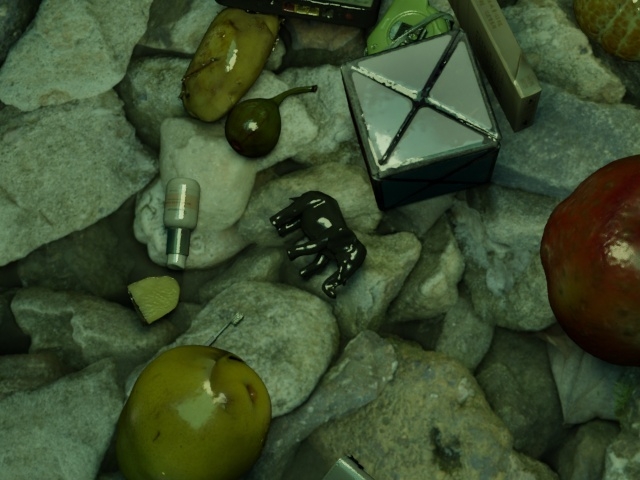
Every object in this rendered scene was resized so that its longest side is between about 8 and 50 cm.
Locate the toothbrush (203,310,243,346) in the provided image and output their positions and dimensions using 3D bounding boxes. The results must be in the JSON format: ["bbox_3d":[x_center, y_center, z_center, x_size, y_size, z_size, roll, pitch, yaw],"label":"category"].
[{"bbox_3d":[-0.232,0.217,1.764,0.194,0.014,0.017,-43,76,-3],"label":"toothbrush"}]

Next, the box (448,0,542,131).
[{"bbox_3d":[0.342,-0.414,1.725,0.051,0.204,0.365,-23,75,3],"label":"box"}]

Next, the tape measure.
[{"bbox_3d":[0.191,-0.428,1.800,0.175,0.106,0.200,36,86,17],"label":"tape measure"}]

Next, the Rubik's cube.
[{"bbox_3d":[0.198,-0.228,1.679,0.260,0.259,0.254,-17,77,5],"label":"Rubik's cube"}]

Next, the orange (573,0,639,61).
[{"bbox_3d":[0.663,-0.512,1.683,0.330,0.249,0.329,0,74,0],"label":"orange"}]

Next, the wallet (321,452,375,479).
[{"bbox_3d":[0.087,0.535,1.624,0.231,0.069,0.170,39,103,17],"label":"wallet"}]

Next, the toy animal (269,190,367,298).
[{"bbox_3d":[0.000,0.000,1.728,0.146,0.114,0.245,-28,76,2],"label":"toy animal"}]

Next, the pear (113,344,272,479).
[{"bbox_3d":[-0.256,0.349,1.608,0.336,0.285,0.284,-36,76,1],"label":"pear"}]

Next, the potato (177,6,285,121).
[{"bbox_3d":[-0.192,-0.395,1.824,0.140,0.173,0.300,35,82,-29],"label":"potato"}]

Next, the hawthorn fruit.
[{"bbox_3d":[0.594,0.024,1.506,0.403,0.403,0.402,-2,78,7],"label":"hawthorn fruit"}]

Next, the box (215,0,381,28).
[{"bbox_3d":[-0.039,-0.557,1.824,0.350,0.058,0.211,11,51,3],"label":"box"}]

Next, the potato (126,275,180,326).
[{"bbox_3d":[-0.341,0.116,1.777,0.103,0.066,0.096,-20,100,-6],"label":"potato"}]

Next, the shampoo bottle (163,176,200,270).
[{"bbox_3d":[-0.298,-0.035,1.797,0.074,0.074,0.191,3,78,8],"label":"shampoo bottle"}]

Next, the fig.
[{"bbox_3d":[-0.102,-0.276,1.814,0.124,0.124,0.236,42,72,14],"label":"fig"}]
